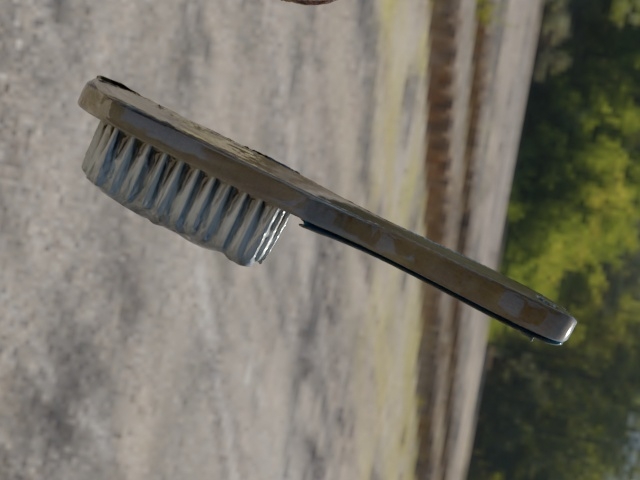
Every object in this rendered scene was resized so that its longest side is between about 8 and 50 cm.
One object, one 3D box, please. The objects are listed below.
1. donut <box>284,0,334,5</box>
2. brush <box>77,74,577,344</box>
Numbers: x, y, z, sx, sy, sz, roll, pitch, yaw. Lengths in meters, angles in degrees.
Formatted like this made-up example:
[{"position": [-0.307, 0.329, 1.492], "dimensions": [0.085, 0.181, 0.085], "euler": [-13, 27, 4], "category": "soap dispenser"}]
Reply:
[{"position": [-0.001, -0.229, 1.043], "dimensions": [0.059, 0.140, 0.141], "euler": [-105, -157, -75], "category": "donut"}, {"position": [0.000, 0.000, 0.906], "dimensions": [0.065, 0.327, 0.070], "euler": [-64, -169, 8], "category": "brush"}]
